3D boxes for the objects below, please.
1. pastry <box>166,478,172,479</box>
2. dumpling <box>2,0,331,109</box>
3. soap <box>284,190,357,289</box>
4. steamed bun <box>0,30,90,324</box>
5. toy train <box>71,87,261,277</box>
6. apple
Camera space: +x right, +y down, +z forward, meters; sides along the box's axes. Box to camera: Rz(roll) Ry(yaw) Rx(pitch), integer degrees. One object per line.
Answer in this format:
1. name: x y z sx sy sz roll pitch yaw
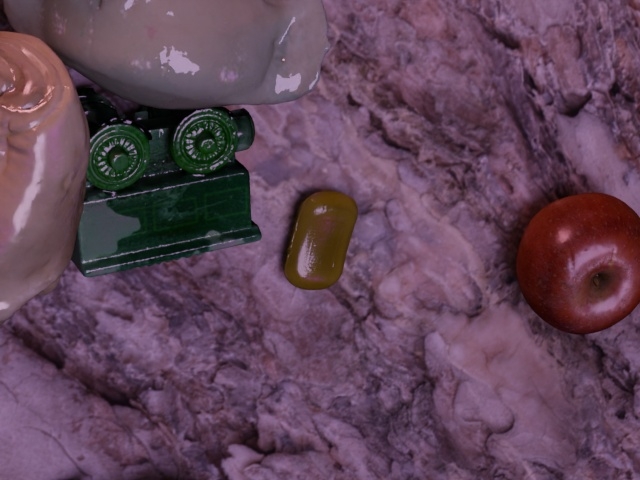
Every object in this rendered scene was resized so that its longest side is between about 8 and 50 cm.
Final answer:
1. pastry: -0.217 0.469 2.050 0.255 0.162 0.310 -42 137 -50
2. dumpling: -0.184 -0.269 1.765 0.321 0.212 0.270 3 71 -37
3. soap: 0.000 -0.001 2.060 0.089 0.045 0.140 7 108 -27
4. steamed bun: -0.401 -0.077 1.688 0.247 0.339 0.352 -30 140 -67
5. toy train: -0.205 -0.083 1.862 0.266 0.145 0.201 -13 119 -23
6. apple: 0.373 0.027 2.207 0.201 0.162 0.201 -7 117 -13
